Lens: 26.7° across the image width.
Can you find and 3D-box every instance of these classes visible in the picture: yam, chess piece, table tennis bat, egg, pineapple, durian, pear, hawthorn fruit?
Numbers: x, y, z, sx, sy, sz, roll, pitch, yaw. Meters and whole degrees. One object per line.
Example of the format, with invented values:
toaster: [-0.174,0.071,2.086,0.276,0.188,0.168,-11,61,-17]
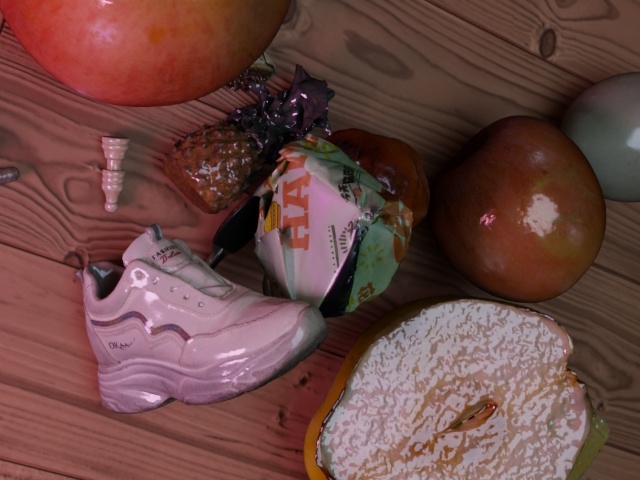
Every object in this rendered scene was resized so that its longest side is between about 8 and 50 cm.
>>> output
yam: [-0.409,-0.069,1.577,0.116,0.021,0.021,-14,102,-26]
chess piece: [-0.254,-0.081,1.653,0.035,0.035,0.092,1,99,-28]
table tennis bat: [-0.114,-0.002,1.719,0.158,0.014,0.095,-49,161,3]
egg: [0.451,-0.148,1.933,0.253,0.186,0.186,-14,102,-28]
pineapple: [-0.079,-0.131,1.693,0.237,0.111,0.119,-40,83,-19]
durian: [-0.112,-0.227,1.715,0.130,0.052,0.066,24,46,-31]
pear: [0.155,0.238,1.814,0.387,0.191,0.340,-21,100,-12]
hawthorn fruit: [0.059,-0.070,1.749,0.179,0.173,0.173,-15,103,-25]

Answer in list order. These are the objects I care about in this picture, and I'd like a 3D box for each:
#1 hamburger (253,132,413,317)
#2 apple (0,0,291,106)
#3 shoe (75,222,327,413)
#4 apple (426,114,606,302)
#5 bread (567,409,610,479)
hamburger: [-0.002,0.003,1.625,0.125,0.214,0.235,-6,121,-35]
apple: [-0.188,-0.327,1.491,0.364,0.364,0.363,-4,98,-28]
shoe: [-0.157,0.080,1.575,0.132,0.342,0.210,-30,102,-52]
apple: [0.266,-0.037,1.809,0.254,0.253,0.253,-4,98,-28]
bread: [0.318,0.310,1.967,0.196,0.102,0.138,-51,118,-17]
